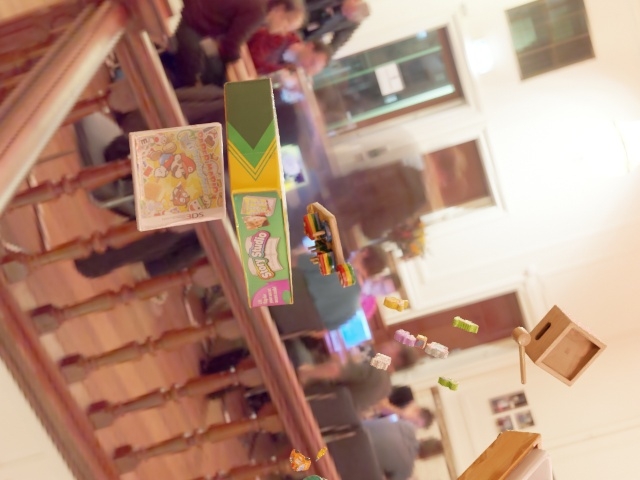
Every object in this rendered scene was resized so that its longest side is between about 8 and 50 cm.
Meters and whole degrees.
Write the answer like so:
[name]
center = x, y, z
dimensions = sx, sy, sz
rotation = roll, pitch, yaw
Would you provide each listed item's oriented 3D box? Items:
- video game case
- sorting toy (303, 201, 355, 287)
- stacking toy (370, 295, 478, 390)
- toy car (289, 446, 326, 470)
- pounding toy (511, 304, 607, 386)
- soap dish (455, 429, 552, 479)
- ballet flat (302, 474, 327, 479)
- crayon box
[video game case]
center = -0.318, -0.143, 2.065
dimensions = 0.026, 0.207, 0.226
rotation = -141, -134, -58
[sorting toy]
center = 0.000, 0.000, 1.895
dimensions = 0.274, 0.046, 0.132
rotation = -135, -149, -68
[stacking toy]
center = 0.233, 0.238, 2.107
dimensions = 0.052, 0.221, 0.166
rotation = -30, 136, -67
[toy car]
center = -0.039, 0.528, 2.248
dimensions = 0.060, 0.122, 0.040
rotation = 46, 44, 7
[pounding toy]
center = 0.499, 0.237, 2.064
dimensions = 0.206, 0.181, 0.094
rotation = 33, 13, -25
[soap dish]
center = 0.377, 0.549, 1.907
dimensions = 0.118, 0.229, 0.290
rotation = 28, -34, 40
[ballet flat]
center = 0.026, 0.536, 1.641
dimensions = 0.280, 0.095, 0.096
rotation = -112, 179, -61
[crayon box]
center = -0.124, -0.093, 1.894
dimensions = 0.362, 0.106, 0.313
rotation = 86, -4, -51
